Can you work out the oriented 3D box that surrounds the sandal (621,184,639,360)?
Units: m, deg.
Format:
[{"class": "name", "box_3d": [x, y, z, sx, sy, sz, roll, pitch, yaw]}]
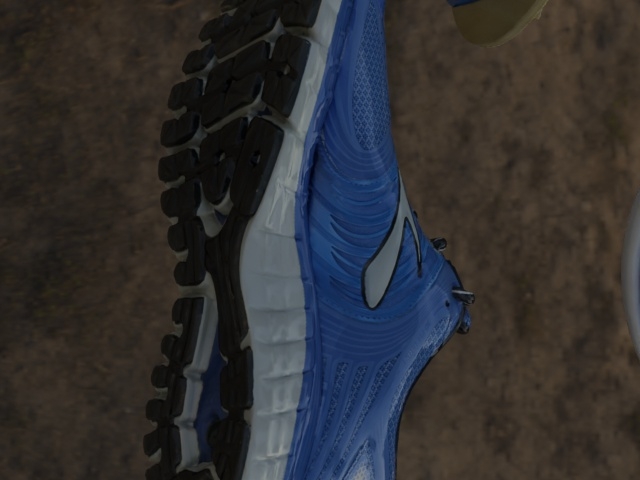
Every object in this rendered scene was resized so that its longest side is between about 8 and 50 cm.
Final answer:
[{"class": "sandal", "box_3d": [0.297, -0.068, 0.518, 0.416, 0.102, 0.169, -33, 90, 5]}]

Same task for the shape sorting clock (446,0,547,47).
[{"class": "shape sorting clock", "box_3d": [0.136, -0.226, 0.900, 0.040, 0.206, 0.206, 9, 80, -17]}]

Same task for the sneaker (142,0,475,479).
[{"class": "sneaker", "box_3d": [0.000, 0.000, 0.735, 0.147, 0.130, 0.330, 12, 79, -36]}]
